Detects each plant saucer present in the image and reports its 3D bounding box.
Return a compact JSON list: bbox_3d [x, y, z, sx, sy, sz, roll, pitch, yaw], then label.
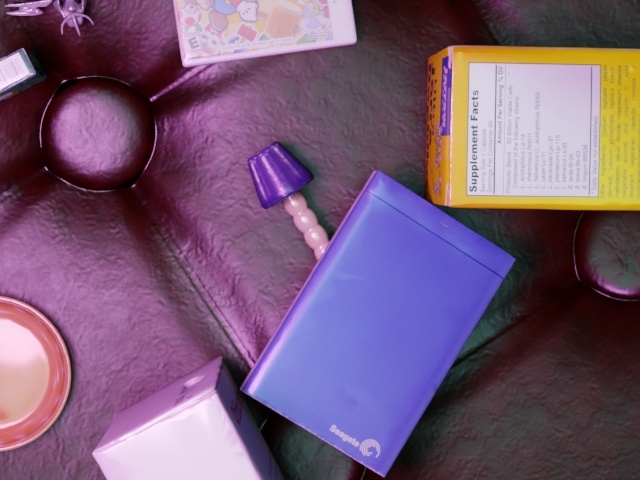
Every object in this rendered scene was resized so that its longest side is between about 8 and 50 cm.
[{"bbox_3d":[-0.417,0.169,1.850,0.200,0.037,0.200,0,92,-3],"label":"plant saucer"}]

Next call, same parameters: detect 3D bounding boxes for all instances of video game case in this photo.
[{"bbox_3d":[-0.078,-0.338,1.851,0.227,0.026,0.206,-8,93,-3],"label":"video game case"}]

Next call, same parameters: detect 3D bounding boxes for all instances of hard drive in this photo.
[{"bbox_3d":[0.073,0.103,1.800,0.210,0.040,0.318,32,85,-9],"label":"hard drive"}]

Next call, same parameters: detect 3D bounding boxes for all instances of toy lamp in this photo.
[{"bbox_3d":[0.000,0.000,1.846,0.080,0.080,0.274,-34,95,-1],"label":"toy lamp"}]

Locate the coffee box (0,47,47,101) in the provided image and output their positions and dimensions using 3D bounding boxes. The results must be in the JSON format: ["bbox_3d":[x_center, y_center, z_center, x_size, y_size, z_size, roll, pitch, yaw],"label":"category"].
[{"bbox_3d":[-0.433,-0.178,1.796,0.184,0.113,0.040,-28,95,0],"label":"coffee box"}]

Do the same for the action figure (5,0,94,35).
[{"bbox_3d":[-0.337,-0.393,1.801,0.185,0.099,0.285,-14,97,-11],"label":"action figure"}]

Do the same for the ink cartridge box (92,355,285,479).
[{"bbox_3d":[-0.103,0.363,1.752,0.166,0.285,0.395,-27,93,-1],"label":"ink cartridge box"}]

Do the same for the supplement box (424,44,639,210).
[{"bbox_3d":[0.317,-0.136,1.798,0.356,0.195,0.194,1,92,-4],"label":"supplement box"}]
